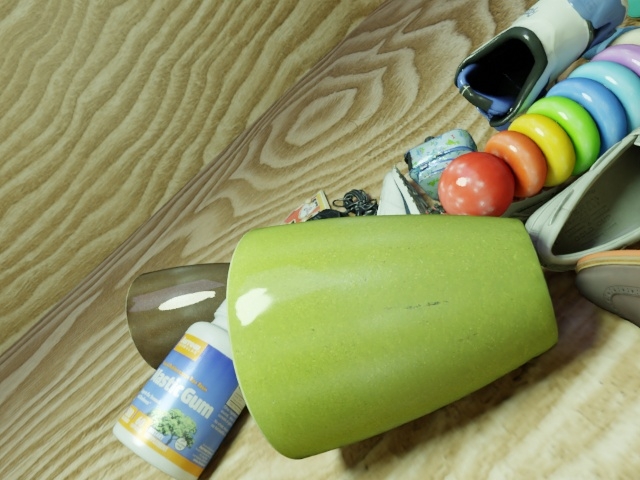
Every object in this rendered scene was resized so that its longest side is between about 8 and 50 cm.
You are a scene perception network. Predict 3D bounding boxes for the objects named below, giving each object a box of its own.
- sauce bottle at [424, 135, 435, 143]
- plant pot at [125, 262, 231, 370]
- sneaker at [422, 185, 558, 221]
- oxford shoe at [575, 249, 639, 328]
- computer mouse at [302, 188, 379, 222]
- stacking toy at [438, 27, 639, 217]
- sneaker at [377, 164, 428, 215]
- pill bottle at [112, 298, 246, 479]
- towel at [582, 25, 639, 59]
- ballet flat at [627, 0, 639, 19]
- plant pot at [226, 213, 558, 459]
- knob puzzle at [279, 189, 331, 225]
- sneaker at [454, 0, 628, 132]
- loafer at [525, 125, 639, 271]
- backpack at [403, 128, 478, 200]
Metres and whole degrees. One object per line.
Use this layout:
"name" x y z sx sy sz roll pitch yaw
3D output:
"sauce bottle" 0.217 -0.167 0.948 0.042 0.042 0.128 -24 33 33
"plant pot" -0.224 0.132 0.961 0.230 0.215 0.215 -19 31 12
"sneaker" 0.236 -0.036 0.672 0.225 0.092 0.088 -28 43 -10
"oxford shoe" 0.309 0.083 0.381 0.098 0.097 0.271 -51 25 -1
"computer mouse" 0.000 0.000 0.979 0.272 0.072 0.188 -29 24 -1
"stacking toy" 0.292 -0.128 0.590 0.330 0.141 0.141 -31 24 -8
"sneaker" 0.136 -0.054 0.849 0.095 0.090 0.235 -42 22 22
"pill bottle" -0.188 0.231 0.779 0.152 0.152 0.272 -4 46 52
"towel" 0.511 -0.340 0.818 0.067 0.029 0.119 -42 26 3
"ballet flat" 0.612 -0.424 0.756 0.073 0.080 0.232 -37 23 -25
"plant pot" 0.092 0.081 0.538 0.294 0.274 0.275 -15 33 17
"knob puzzle" -0.063 -0.040 1.163 0.213 0.030 0.213 -33 28 20
"sneaker" 0.272 -0.239 0.700 0.182 0.127 0.315 -35 -10 -5
"loafer" 0.365 -0.074 0.498 0.319 0.112 0.111 -43 -7 16
"backpack" 0.219 -0.127 0.821 0.114 0.105 0.084 -27 52 27
